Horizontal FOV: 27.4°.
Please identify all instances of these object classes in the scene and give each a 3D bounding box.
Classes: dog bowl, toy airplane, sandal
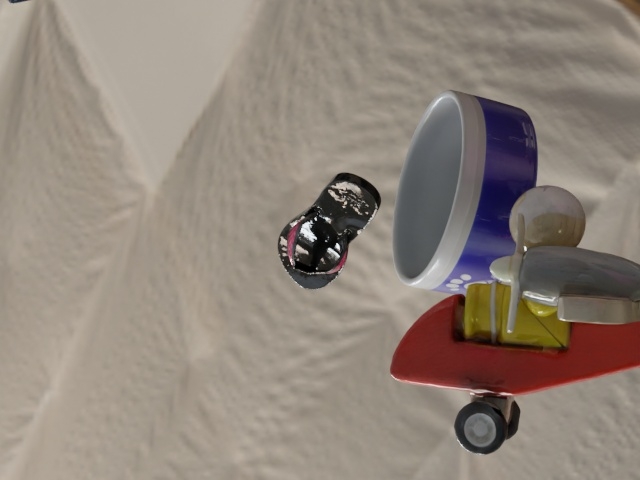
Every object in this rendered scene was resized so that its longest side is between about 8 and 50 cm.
[{"bbox_3d":[0.186,-0.060,1.741,0.265,0.104,0.265,-168,-90,-76],"label":"dog bowl"},{"bbox_3d":[0.304,0.062,1.472,0.386,0.384,0.272,-26,-102,60],"label":"toy airplane"},{"bbox_3d":[0.000,0.000,1.180,0.040,0.067,0.179,-64,-176,-33],"label":"sandal"}]

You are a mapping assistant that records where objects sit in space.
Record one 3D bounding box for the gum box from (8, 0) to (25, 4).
[{"bbox_3d":[-0.210,-0.310,1.137,0.041,0.157,0.184,-138,-141,-55],"label":"gum box"}]
